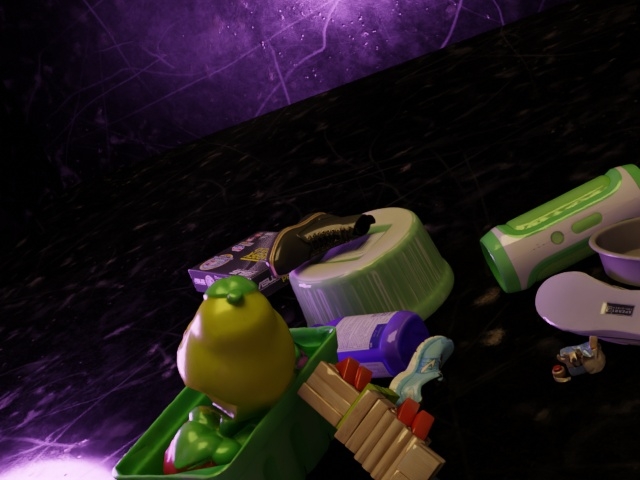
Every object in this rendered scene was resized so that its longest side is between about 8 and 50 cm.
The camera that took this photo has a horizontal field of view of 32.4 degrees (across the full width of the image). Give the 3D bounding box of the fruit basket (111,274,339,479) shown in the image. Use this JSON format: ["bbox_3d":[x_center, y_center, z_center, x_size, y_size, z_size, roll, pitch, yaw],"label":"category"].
[{"bbox_3d":[-0.139,0.225,1.686,0.283,0.392,0.392,-9,27,38],"label":"fruit basket"}]

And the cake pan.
[{"bbox_3d":[0.562,0.012,1.680,0.293,0.054,0.293,-8,13,2],"label":"cake pan"}]

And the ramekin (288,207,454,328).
[{"bbox_3d":[0.088,0.064,2.097,0.303,0.148,0.303,-23,21,9],"label":"ramekin"}]

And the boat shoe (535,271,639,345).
[{"bbox_3d":[0.445,0.110,1.643,0.267,0.088,0.096,2,66,48],"label":"boat shoe"}]

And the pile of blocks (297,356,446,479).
[{"bbox_3d":[0.108,0.269,1.555,0.112,0.149,0.362,-55,35,6],"label":"pile of blocks"}]

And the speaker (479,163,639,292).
[{"bbox_3d":[0.434,-0.020,1.920,0.296,0.131,0.131,-27,21,1],"label":"speaker"}]

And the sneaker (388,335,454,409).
[{"bbox_3d":[0.178,0.220,1.773,0.073,0.063,0.162,13,45,33],"label":"sneaker"}]

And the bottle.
[{"bbox_3d":[0.051,0.188,1.927,0.283,0.092,0.118,-10,30,39],"label":"bottle"}]

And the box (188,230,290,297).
[{"bbox_3d":[-0.139,0.053,2.488,0.216,0.060,0.270,-29,19,-31],"label":"box"}]

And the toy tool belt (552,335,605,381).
[{"bbox_3d":[0.378,0.172,1.632,0.083,0.051,0.052,-20,21,18],"label":"toy tool belt"}]

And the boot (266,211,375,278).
[{"bbox_3d":[0.000,0.000,2.047,0.137,0.077,0.198,-3,32,38],"label":"boot"}]
